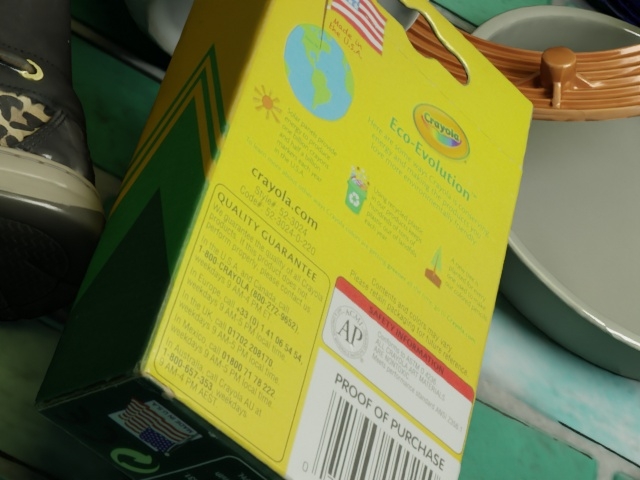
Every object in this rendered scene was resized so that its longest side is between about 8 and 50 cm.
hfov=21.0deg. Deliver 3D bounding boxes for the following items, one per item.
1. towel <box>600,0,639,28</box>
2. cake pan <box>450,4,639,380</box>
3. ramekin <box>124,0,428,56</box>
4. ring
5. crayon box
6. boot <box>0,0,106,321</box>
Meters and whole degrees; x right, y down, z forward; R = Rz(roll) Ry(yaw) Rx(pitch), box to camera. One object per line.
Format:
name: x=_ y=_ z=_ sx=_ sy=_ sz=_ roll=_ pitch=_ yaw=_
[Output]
towel: x=0.302 y=-0.188 z=1.317 sx=0.308 sy=0.076 sz=0.228 roll=46 pitch=37 yaw=9
cake pan: x=0.199 y=-0.026 z=1.122 sx=0.293 sy=0.054 sz=0.293 roll=18 pitch=47 yaw=-20
ramekin: x=-0.026 y=-0.181 z=1.005 sx=0.207 sy=0.207 sz=0.109 roll=8 pitch=60 yaw=-27
ring: x=0.159 y=-0.197 z=1.144 sx=0.337 sy=0.032 sz=0.336 roll=-1 pitch=44 yaw=1
crayon box: x=0.000 y=0.000 z=0.876 sx=0.202 sy=0.081 sz=0.318 roll=42 pitch=47 yaw=-29
boot: x=-0.274 y=-0.135 z=0.847 sx=0.377 sy=0.138 sz=0.284 roll=18 pitch=48 yaw=-25
